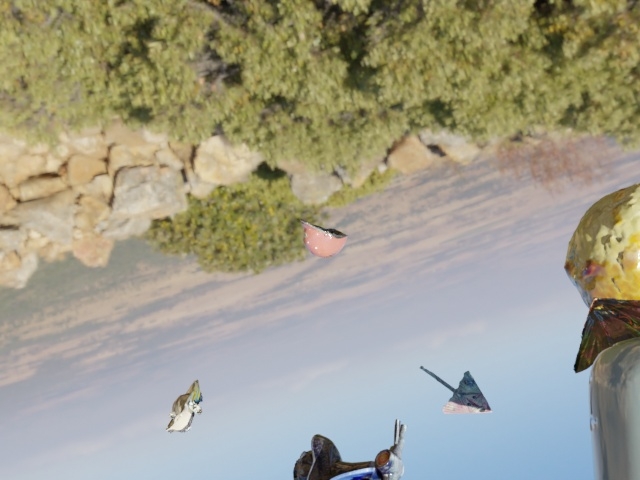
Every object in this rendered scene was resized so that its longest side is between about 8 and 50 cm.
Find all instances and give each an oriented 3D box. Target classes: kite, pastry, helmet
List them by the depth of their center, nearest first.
[{"bbox_3d":[-0.002,0.001,1.220,0.084,0.049,0.065,17,-174,-21],"label":"helmet"},{"bbox_3d":[0.533,0.139,1.301,0.321,0.016,0.234,-17,-161,-10],"label":"kite"},{"bbox_3d":[0.246,0.280,1.429,0.005,0.152,0.137,-48,161,-46],"label":"kite"},{"bbox_3d":[0.738,0.055,1.713,0.388,0.313,0.388,5,162,2],"label":"pastry"}]

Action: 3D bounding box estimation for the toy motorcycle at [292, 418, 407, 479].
[{"bbox_3d":[0.078,0.452,1.197,0.212,0.359,0.125,-35,148,24],"label":"toy motorcycle"}]

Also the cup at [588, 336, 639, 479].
[{"bbox_3d":[0.489,0.264,0.961,0.259,0.275,0.356,-13,161,36],"label":"cup"}]

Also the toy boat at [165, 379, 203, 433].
[{"bbox_3d":[-0.307,0.377,1.808,0.084,0.066,0.210,-57,-172,13],"label":"toy boat"}]
